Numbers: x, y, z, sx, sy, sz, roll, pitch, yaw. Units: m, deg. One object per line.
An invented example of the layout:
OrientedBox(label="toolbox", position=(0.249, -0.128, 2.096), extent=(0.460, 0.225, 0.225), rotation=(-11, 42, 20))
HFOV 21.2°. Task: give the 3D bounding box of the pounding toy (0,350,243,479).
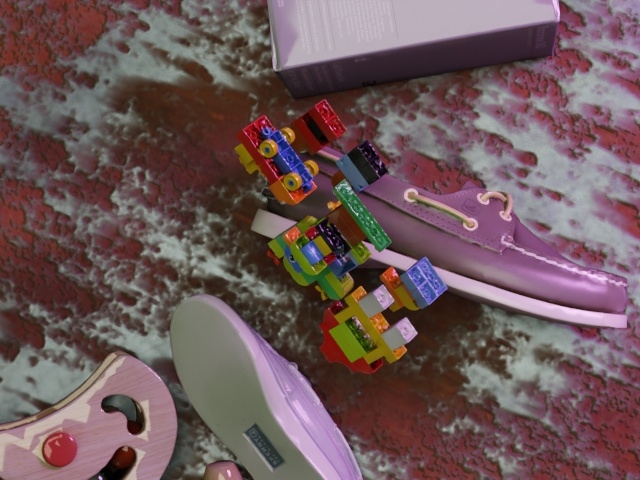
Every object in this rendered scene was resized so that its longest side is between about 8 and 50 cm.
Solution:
OrientedBox(label="pounding toy", position=(-0.193, 0.172, 1.394), extent=(0.270, 0.155, 0.154), rotation=(-1, 89, -11))

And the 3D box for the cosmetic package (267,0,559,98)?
OrientedBox(label="cosmetic package", position=(0.078, -0.195, 1.441), extent=(0.238, 0.127, 0.107), rotation=(-7, 82, 6))

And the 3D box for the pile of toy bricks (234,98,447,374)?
OrientedBox(label="pile of toy bricks", position=(0.000, 0.000, 1.354), extent=(0.105, 0.118, 0.212), rotation=(-32, 94, 41))

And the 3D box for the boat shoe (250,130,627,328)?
OrientedBox(label="boat shoe", position=(0.106, -0.006, 1.423), extent=(0.324, 0.116, 0.096), rotation=(16, 88, 13))

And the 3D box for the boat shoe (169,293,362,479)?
OrientedBox(label="boat shoe", position=(-0.043, 0.141, 1.438), extent=(0.079, 0.081, 0.227), rotation=(-36, 86, 27))
